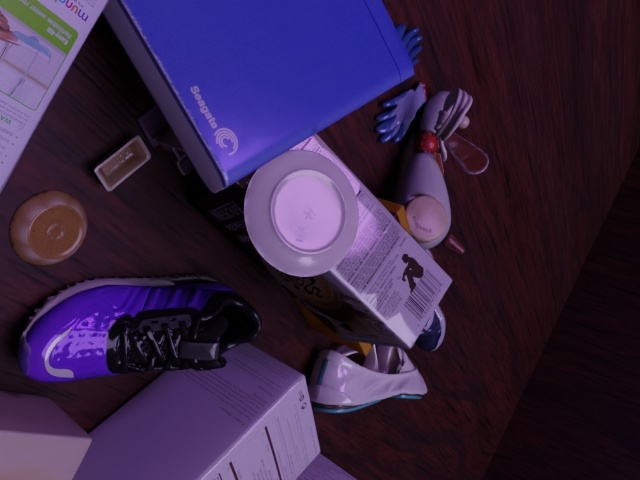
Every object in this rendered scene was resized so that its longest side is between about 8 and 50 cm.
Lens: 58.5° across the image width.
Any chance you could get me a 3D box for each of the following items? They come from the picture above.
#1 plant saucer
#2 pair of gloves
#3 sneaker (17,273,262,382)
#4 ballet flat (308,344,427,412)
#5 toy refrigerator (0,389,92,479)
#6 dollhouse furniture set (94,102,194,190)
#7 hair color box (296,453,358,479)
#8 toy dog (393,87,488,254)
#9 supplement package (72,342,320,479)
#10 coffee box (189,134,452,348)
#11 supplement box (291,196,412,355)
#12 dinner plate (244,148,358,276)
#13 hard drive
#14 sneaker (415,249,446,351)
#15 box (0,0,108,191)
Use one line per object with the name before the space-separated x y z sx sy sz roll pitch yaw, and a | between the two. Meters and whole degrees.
plant saucer | -0.280 -0.010 0.600 0.083 0.015 0.083 -28 128 -42
pair of gloves | 0.139 -0.276 1.012 0.159 0.023 0.198 -48 141 -29
sneaker | -0.185 0.107 0.671 0.293 0.146 0.102 -11 115 -51
ballet flat | 0.117 0.273 1.188 0.400 0.139 0.139 14 95 -54
toy refrigerator | -0.361 0.190 0.520 0.269 0.102 0.094 37 77 -54
dollhouse furniture set | -0.179 -0.080 0.639 0.114 0.081 0.091 -48 140 -27
hair color box | -0.105 0.456 0.921 0.339 0.185 0.110 -7 114 -51
toy dog | 0.232 -0.106 1.074 0.161 0.220 0.333 23 97 -13
supplement package | -0.166 0.294 0.764 0.293 0.177 0.175 -38 135 -35
coffee box | 0.000 0.000 0.735 0.297 0.168 0.119 44 67 -18
supplement box | 0.058 0.051 0.977 0.194 0.129 0.191 -51 141 -23
dinner plate | -0.015 -0.031 0.625 0.141 0.017 0.141 2 86 -27
hard drive | -0.043 -0.216 0.612 0.319 0.040 0.210 -38 104 -35
sneaker | 0.187 0.158 1.225 0.153 0.099 0.282 -42 130 -40
box | -0.322 -0.153 0.376 0.262 0.127 0.231 34 81 -54
